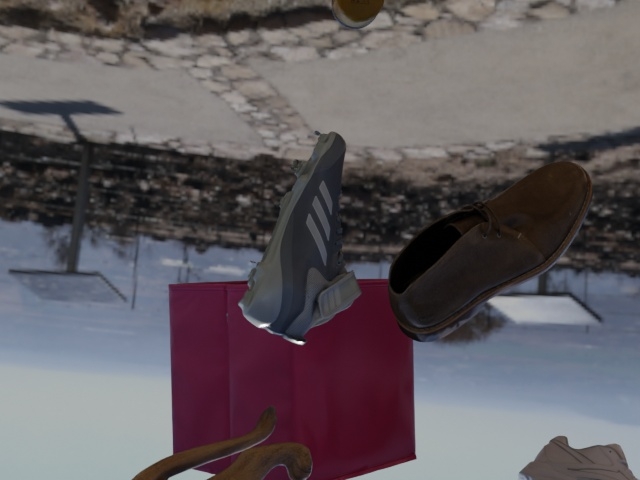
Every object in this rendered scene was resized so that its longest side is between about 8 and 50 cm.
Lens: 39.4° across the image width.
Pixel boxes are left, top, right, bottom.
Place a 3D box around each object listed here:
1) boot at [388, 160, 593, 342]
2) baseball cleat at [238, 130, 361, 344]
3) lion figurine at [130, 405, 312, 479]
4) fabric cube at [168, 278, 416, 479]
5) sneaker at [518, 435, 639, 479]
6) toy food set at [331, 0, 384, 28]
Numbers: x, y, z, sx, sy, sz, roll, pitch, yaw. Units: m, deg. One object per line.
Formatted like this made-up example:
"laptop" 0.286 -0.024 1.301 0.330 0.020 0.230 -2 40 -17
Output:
"boot" 0.208 -0.007 1.077 0.112 0.305 0.115 44 169 39
"baseball cleat" 0.000 0.000 0.857 0.109 0.206 0.072 27 165 -10
"lion figurine" -0.129 0.335 0.770 0.240 0.392 0.142 5 153 -22
"fabric cube" -0.039 0.184 1.256 0.259 0.258 0.254 -2 179 42
"sneaker" 0.376 0.315 1.137 0.232 0.115 0.090 24 150 31
"toy food set" 0.040 -0.291 0.749 0.111 0.232 0.104 17 -179 -6
